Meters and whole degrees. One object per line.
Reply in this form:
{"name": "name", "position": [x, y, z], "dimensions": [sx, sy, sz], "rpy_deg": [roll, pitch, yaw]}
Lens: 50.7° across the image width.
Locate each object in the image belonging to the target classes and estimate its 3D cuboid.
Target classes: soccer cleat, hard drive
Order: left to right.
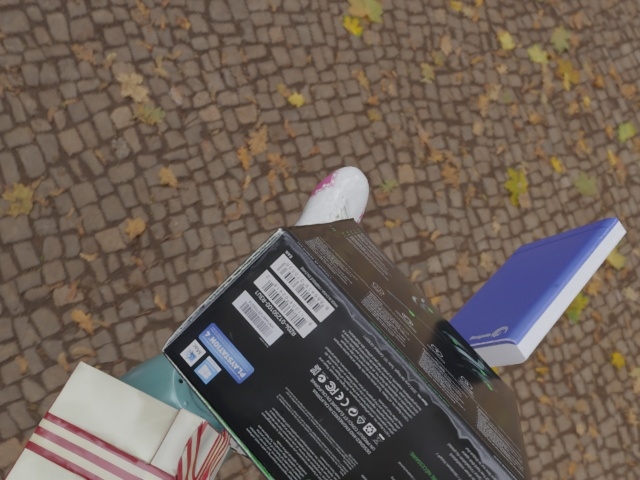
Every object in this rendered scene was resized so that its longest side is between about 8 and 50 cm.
{"name": "soccer cleat", "position": [0.000, 0.000, 1.242], "dimensions": [0.116, 0.143, 0.331], "rpy_deg": [42, 76, -18]}
{"name": "hard drive", "position": [0.309, 0.084, 1.043], "dimensions": [0.319, 0.210, 0.040], "rpy_deg": [-38, 97, -33]}

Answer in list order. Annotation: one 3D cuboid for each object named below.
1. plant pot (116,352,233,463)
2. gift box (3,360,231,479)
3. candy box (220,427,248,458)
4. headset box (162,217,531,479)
{"name": "plant pot", "position": [-0.288, 0.358, 1.386], "dimensions": [0.293, 0.235, 0.293], "rpy_deg": [32, 35, -26]}
{"name": "gift box", "position": [-0.277, 0.336, 1.027], "dimensions": [0.258, 0.255, 0.276], "rpy_deg": [24, 73, 12]}
{"name": "candy box", "position": [-0.050, 0.360, 1.253], "dimensions": [0.233, 0.159, 0.071], "rpy_deg": [32, 23, -2]}
{"name": "headset box", "position": [0.043, 0.112, 0.581], "dimensions": [0.131, 0.283, 0.246], "rpy_deg": [-44, 84, 12]}
